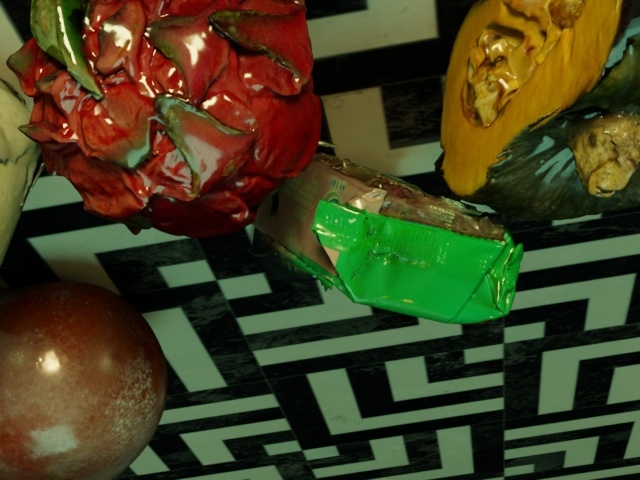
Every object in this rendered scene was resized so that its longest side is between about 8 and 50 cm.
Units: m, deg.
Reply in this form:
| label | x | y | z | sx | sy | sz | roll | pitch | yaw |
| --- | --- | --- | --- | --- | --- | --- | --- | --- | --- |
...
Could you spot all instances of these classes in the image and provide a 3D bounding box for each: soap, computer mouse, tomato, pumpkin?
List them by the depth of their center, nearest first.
| label | x | y | z | sx | sy | sz | roll | pitch | yaw |
| --- | --- | --- | --- | --- | --- | --- | --- | --- | --- |
| pumpkin | 0.246 | -0.124 | 0.908 | 0.232 | 0.242 | 0.325 | 10 | 153 | -13 |
| soap | 0.049 | -0.014 | 1.072 | 0.217 | 0.098 | 0.273 | 11 | -170 | -24 |
| computer mouse | 0.000 | 0.000 | 1.271 | 0.105 | 0.062 | 0.192 | 17 | 145 | -39 |
| tomato | -0.304 | 0.174 | 1.354 | 0.270 | 0.227 | 0.270 | -3 | 152 | -2 |

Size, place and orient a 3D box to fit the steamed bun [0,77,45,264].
| label | x | y | z | sx | sy | sz | roll | pitch | yaw |
| --- | --- | --- | --- | --- | --- | --- | --- | --- | --- |
| steamed bun | -0.397 | -0.006 | 0.917 | 0.394 | 0.237 | 0.347 | -17 | 145 | -8 |

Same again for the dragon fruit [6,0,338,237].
| label | x | y | z | sx | sy | sz | roll | pitch | yaw |
| --- | --- | --- | --- | --- | --- | --- | --- | --- | --- |
| dragon fruit | -0.085 | -0.111 | 0.904 | 0.233 | 0.234 | 0.293 | -30 | 157 | 36 |

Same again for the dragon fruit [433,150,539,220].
| label | x | y | z | sx | sy | sz | roll | pitch | yaw |
| --- | --- | --- | --- | --- | --- | --- | --- | --- | --- |
| dragon fruit | 0.187 | -0.078 | 1.107 | 0.142 | 0.130 | 0.121 | 35 | 156 | 3 |
